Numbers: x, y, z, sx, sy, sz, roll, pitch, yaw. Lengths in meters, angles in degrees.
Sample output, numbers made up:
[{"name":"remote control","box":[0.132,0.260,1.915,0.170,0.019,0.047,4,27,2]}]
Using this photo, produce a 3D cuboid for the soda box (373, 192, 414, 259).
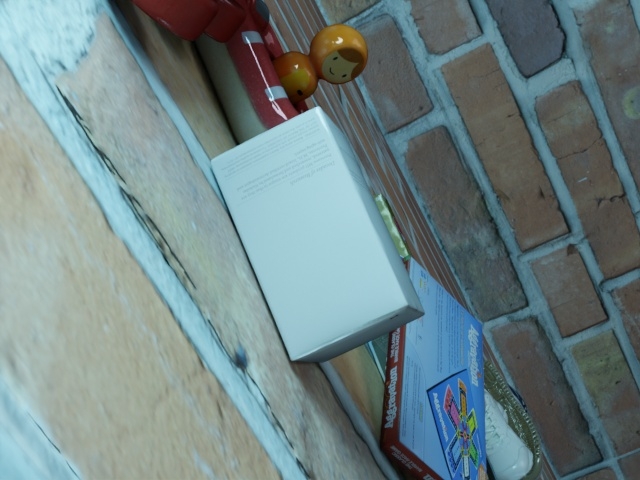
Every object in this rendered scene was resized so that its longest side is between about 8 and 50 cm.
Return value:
[{"name":"soda box","box":[0.110,0.022,1.440,0.181,0.058,0.061,67,10,13]}]

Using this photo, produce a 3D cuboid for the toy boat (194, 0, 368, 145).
[{"name":"toy boat","box":[-0.022,-0.165,0.936,0.231,0.151,0.151,66,10,10]}]

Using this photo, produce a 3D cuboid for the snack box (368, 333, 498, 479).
[{"name":"snack box","box":[0.128,0.180,1.133,0.322,0.060,0.187,68,12,19]}]

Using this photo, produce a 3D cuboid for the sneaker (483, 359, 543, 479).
[{"name":"sneaker","box":[0.394,0.389,1.909,0.153,0.099,0.282,51,14,-48]}]

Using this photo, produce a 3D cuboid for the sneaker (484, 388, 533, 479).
[{"name":"sneaker","box":[0.271,0.313,1.535,0.115,0.090,0.232,53,4,-23]}]

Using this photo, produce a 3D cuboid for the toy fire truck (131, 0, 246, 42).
[{"name":"toy fire truck","box":[-0.137,-0.305,0.750,0.254,0.169,0.302,40,11,-3]}]

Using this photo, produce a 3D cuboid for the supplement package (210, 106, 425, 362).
[{"name":"supplement package","box":[0.000,0.000,0.774,0.179,0.105,0.105,67,9,14]}]

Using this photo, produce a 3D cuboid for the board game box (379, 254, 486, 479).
[{"name":"board game box","box":[0.128,0.152,1.016,0.145,0.027,0.281,42,32,-22]}]
